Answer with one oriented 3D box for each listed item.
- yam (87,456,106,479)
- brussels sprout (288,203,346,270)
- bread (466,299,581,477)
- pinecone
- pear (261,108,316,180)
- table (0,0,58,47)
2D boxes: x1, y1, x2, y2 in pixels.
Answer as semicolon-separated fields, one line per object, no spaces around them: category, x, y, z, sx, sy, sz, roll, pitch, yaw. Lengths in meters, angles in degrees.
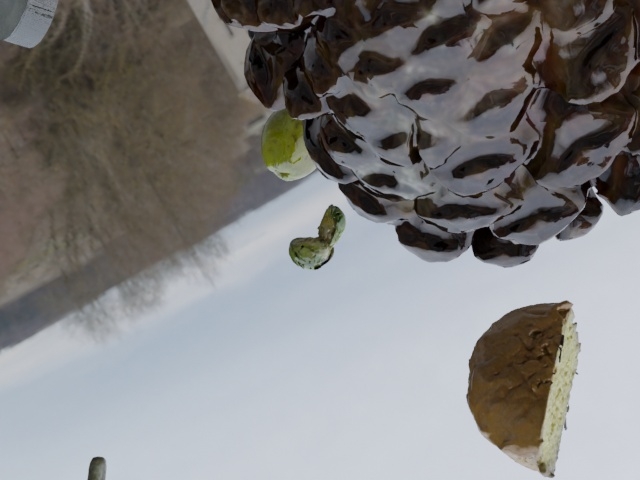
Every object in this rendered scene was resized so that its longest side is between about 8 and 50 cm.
yam;-0.227;0.275;0.947;0.021;0.116;0.021;3;168;1
brussels sprout;0.001;0.000;1.123;0.083;0.046;0.051;-43;147;0
bread;0.275;0.200;1.293;0.139;0.143;0.229;-1;-129;33
pinecone;0.099;-0.134;0.567;0.298;0.296;0.242;4;-133;30
pear;-0.042;-0.159;1.516;0.107;0.107;0.131;-25;-142;55
table;-0.411;-0.339;1.321;0.043;0.133;0.133;12;153;-39
